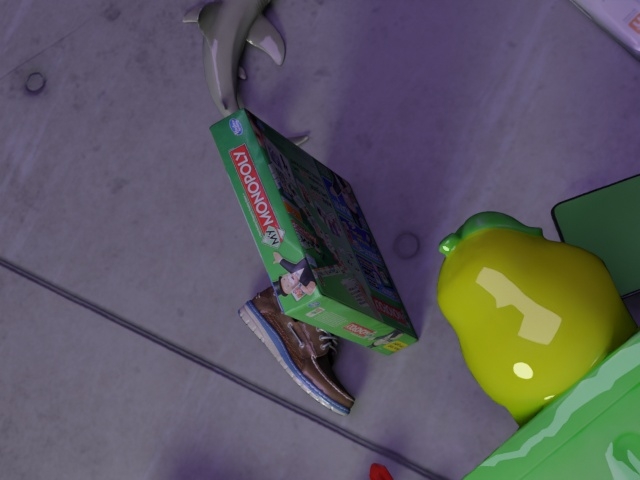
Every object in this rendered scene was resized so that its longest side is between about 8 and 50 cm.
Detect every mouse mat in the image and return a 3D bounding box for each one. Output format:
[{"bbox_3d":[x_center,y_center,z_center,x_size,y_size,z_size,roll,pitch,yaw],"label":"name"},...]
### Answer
[{"bbox_3d":[0.353,-0.014,1.603,0.190,0.007,0.152,-19,49,7],"label":"mouse mat"}]

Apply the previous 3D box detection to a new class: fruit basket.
[{"bbox_3d":[0.266,0.139,1.473,0.392,0.283,0.392,-6,77,24],"label":"fruit basket"}]

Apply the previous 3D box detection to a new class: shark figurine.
[{"bbox_3d":[-0.111,-0.225,1.794,0.166,0.116,0.278,-5,74,19],"label":"shark figurine"}]

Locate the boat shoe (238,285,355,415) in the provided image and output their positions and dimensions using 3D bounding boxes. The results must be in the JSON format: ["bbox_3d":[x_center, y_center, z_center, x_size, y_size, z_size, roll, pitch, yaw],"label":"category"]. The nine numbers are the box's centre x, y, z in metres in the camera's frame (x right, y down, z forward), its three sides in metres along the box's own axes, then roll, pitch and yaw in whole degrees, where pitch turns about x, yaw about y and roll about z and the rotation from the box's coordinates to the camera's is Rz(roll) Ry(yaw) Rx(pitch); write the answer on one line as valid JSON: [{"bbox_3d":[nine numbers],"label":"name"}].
[{"bbox_3d":[-0.017,0.120,1.705,0.066,0.066,0.183,-45,68,3],"label":"boat shoe"}]

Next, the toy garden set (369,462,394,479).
[{"bbox_3d":[0.113,0.341,1.556,0.244,0.049,0.203,47,134,33],"label":"toy garden set"}]

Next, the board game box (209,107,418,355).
[{"bbox_3d":[0.000,0.000,1.591,0.046,0.317,0.213,-27,70,13],"label":"board game box"}]

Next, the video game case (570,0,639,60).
[{"bbox_3d":[0.375,-0.416,1.711,0.329,0.036,0.300,-45,68,4],"label":"video game case"}]

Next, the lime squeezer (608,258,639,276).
[{"bbox_3d":[0.328,0.071,1.616,0.310,0.059,0.109,-3,107,17],"label":"lime squeezer"}]
